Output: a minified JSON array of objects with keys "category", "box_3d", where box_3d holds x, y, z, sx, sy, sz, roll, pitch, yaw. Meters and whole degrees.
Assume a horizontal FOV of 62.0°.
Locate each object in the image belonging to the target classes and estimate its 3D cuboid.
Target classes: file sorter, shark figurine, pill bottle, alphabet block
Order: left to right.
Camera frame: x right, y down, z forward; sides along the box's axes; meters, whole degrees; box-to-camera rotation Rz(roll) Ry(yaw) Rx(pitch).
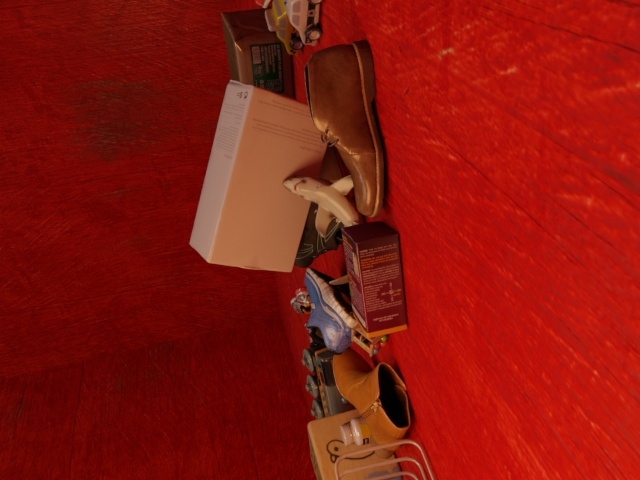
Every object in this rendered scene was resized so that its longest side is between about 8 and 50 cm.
[{"category":"shark figurine","box_3d":[0.057,-0.042,1.153,0.278,0.166,0.116,62,-162,-8]},{"category":"alphabet block","box_3d":[0.083,0.572,1.355,0.197,0.193,0.193,-115,18,-49]},{"category":"pill bottle","box_3d":[0.109,0.450,1.268,0.065,0.117,0.065,168,90,-81]},{"category":"file sorter","box_3d":[0.131,0.555,1.059,0.173,0.193,0.277,-109,12,-49]}]

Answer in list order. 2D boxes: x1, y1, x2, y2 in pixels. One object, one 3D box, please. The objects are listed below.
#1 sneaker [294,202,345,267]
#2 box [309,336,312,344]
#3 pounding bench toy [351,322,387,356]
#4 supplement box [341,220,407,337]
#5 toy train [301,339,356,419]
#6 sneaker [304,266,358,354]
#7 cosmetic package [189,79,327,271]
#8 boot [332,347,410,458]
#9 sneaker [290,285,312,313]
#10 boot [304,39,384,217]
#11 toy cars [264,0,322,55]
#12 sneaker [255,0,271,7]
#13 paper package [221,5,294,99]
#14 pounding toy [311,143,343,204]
[{"category":"sneaker","box_3d":[0.000,0.000,1.303,0.101,0.106,0.267,-57,-6,-35]},{"category":"box","box_3d":[-0.010,0.383,2.052,0.059,0.054,0.168,-112,13,-46]},{"category":"pounding bench toy","box_3d":[0.117,0.195,1.139,0.065,0.083,0.052,36,151,26]},{"category":"supplement box","box_3d":[0.100,0.069,0.988,0.104,0.081,0.188,-127,27,-69]},{"category":"toy train","box_3d":[0.041,0.451,1.638,0.190,0.142,0.333,-164,62,-68]},{"category":"sneaker","box_3d":[0.009,0.175,1.343,0.147,0.130,0.330,-59,20,9]},{"category":"cosmetic package","box_3d":[-0.135,-0.135,1.196,0.156,0.217,0.384,33,108,54]},{"category":"boot","box_3d":[0.116,0.315,1.176,0.211,0.104,0.295,97,154,-47]},{"category":"sneaker","box_3d":[-0.068,0.260,2.139,0.225,0.088,0.092,101,155,-66]},{"category":"boot","box_3d":[0.043,-0.183,0.934,0.112,0.115,0.305,-147,45,-74]},{"category":"toy cars","box_3d":[-0.070,-0.533,1.238,0.393,0.087,0.176,-134,34,-72]},{"category":"sneaker","box_3d":[-0.124,-0.652,1.148,0.107,0.119,0.278,-121,39,-70]},{"category":"paper package","box_3d":[-0.195,-0.540,1.708,0.309,0.168,0.324,-115,17,-48]},{"category":"pounding toy","box_3d":[-0.010,-0.143,1.308,0.141,0.100,0.130,101,156,-64]}]
